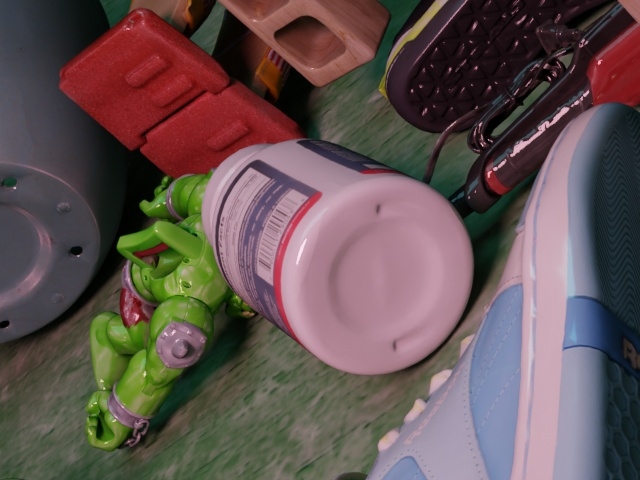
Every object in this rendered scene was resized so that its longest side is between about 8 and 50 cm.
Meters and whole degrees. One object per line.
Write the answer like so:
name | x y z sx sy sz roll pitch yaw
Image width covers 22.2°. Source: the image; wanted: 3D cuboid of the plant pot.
plant pot | -0.279 -0.059 1.247 0.293 0.293 0.235 -41 44 17

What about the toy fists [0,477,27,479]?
toy fists | -0.240 0.204 0.968 0.279 0.142 0.096 -20 38 44

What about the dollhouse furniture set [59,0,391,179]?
dollhouse furniture set | 0.005 -0.195 1.091 0.374 0.152 0.201 -27 33 44

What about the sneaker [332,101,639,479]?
sneaker | 0.058 0.088 0.685 0.208 0.127 0.319 -25 34 37

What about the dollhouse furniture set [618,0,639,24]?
dollhouse furniture set | 0.281 -0.187 0.559 0.394 0.256 0.362 -16 42 49

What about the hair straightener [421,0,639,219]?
hair straightener | 0.138 -0.082 0.895 0.230 0.047 0.089 -46 26 17

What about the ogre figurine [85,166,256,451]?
ogre figurine | -0.094 0.031 1.033 0.118 0.097 0.197 -33 17 52

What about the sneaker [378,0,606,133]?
sneaker | 0.118 -0.165 0.979 0.234 0.084 0.097 -41 26 17

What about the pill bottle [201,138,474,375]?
pill bottle | 0.000 0.000 0.911 0.108 0.108 0.180 -51 26 -4
